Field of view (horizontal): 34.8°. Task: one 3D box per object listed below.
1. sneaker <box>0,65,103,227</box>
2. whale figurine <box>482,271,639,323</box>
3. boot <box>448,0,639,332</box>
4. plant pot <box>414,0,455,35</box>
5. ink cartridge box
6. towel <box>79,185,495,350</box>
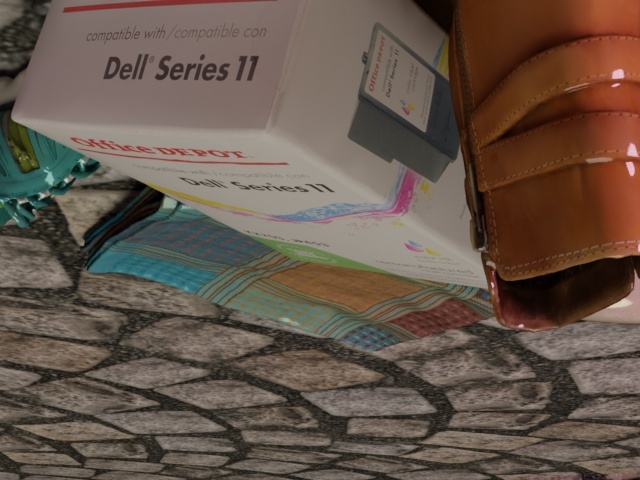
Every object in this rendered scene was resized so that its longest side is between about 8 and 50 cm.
[{"bbox_3d":[-0.211,-0.060,0.760,0.275,0.110,0.107,-6,157,16],"label":"sneaker"},{"bbox_3d":[0.189,-0.016,0.855,0.216,0.141,0.272,5,-174,-46],"label":"whale figurine"},{"bbox_3d":[0.095,-0.097,0.405,0.109,0.220,0.283,2,158,-3],"label":"boot"},{"bbox_3d":[0.069,-0.170,0.569,0.236,0.032,0.236,2,159,1],"label":"plant pot"},{"bbox_3d":[-0.030,-0.080,0.612,0.207,0.119,0.353,7,166,39],"label":"ink cartridge box"},{"bbox_3d":[-0.028,0.037,1.012,0.370,0.040,0.271,19,158,-24],"label":"towel"}]
